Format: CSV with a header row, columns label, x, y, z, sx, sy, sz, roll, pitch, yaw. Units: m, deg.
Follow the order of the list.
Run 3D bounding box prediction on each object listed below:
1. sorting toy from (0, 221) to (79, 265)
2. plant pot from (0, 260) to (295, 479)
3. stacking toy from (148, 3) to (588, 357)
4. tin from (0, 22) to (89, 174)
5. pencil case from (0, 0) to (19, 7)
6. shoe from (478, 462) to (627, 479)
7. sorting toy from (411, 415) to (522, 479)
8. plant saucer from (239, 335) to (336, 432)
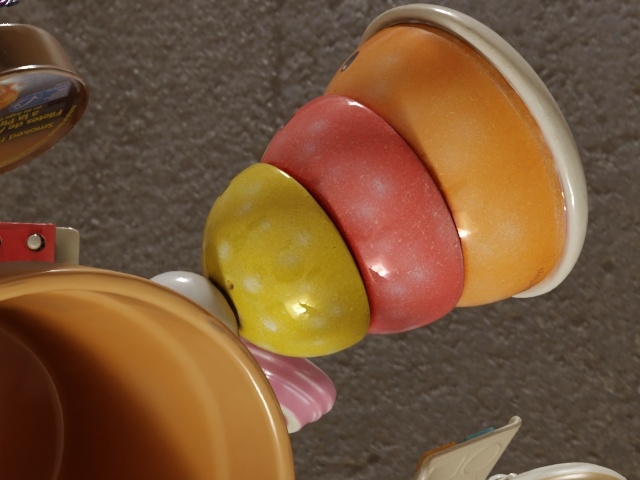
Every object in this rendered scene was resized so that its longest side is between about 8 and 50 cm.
label,x,y,z,sx,sy,sz,roll,pitch,yaw
sorting toy,-0.397,0.095,1.216,0.257,0.089,0.256,3,71,-13
plant pot,-0.187,0.143,0.614,0.203,0.291,0.291,13,73,52
stacking toy,0.000,0.000,1.137,0.480,0.351,0.350,-31,44,-24
tin,-0.208,-0.053,0.551,0.189,0.106,0.040,-23,71,-29
pencil case,-0.320,-0.183,0.899,0.151,0.064,0.070,-26,11,21
shoe,0.077,0.160,0.623,0.219,0.076,0.058,-32,34,36
sorting toy,0.174,0.333,1.559,0.038,0.208,0.193,48,134,28
plant saucer,-0.140,0.244,1.923,0.332,0.332,0.084,3,59,35
